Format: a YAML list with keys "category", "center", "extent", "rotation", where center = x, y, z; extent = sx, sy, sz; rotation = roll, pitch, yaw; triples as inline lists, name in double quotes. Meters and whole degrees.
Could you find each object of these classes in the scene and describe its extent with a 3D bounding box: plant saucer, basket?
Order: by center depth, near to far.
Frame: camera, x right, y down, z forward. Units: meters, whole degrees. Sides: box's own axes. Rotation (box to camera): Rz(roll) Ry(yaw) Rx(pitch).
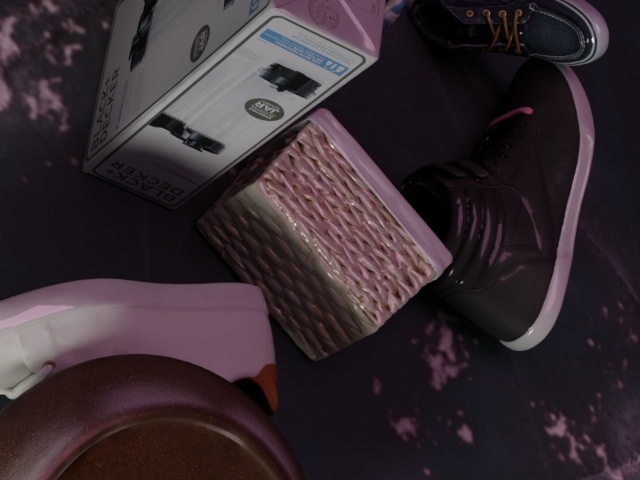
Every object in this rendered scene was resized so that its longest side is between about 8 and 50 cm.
- category: "plant saucer"
  center: [-0.115, 0.231, 1.198]
  extent: [0.311, 0.050, 0.310]
  rotation: [3, 84, -35]
- category: "basket"
  center: [0.000, 0.000, 1.408]
  extent: [0.167, 0.113, 0.103]
  rotation: [49, 52, -8]

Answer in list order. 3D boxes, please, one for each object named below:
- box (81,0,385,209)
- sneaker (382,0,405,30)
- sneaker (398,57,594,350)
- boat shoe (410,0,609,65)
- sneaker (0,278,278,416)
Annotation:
- category: "box"
  center: [-0.065, -0.156, 1.316]
  extent: [0.087, 0.290, 0.169]
  rotation: [22, 60, -26]
- category: "sneaker"
  center: [-0.026, -0.260, 1.528]
  extent: [0.237, 0.086, 0.085]
  rotation: [30, 56, -20]
- category: "sneaker"
  center: [0.149, -0.063, 1.551]
  extent: [0.147, 0.104, 0.295]
  rotation: [27, 58, -28]
- category: "boat shoe"
  center: [0.168, -0.190, 1.599]
  extent: [0.083, 0.183, 0.065]
  rotation: [-23, 122, -36]
- category: "sneaker"
  center: [-0.142, 0.097, 1.259]
  extent: [0.290, 0.106, 0.123]
  rotation: [-2, 68, -39]
